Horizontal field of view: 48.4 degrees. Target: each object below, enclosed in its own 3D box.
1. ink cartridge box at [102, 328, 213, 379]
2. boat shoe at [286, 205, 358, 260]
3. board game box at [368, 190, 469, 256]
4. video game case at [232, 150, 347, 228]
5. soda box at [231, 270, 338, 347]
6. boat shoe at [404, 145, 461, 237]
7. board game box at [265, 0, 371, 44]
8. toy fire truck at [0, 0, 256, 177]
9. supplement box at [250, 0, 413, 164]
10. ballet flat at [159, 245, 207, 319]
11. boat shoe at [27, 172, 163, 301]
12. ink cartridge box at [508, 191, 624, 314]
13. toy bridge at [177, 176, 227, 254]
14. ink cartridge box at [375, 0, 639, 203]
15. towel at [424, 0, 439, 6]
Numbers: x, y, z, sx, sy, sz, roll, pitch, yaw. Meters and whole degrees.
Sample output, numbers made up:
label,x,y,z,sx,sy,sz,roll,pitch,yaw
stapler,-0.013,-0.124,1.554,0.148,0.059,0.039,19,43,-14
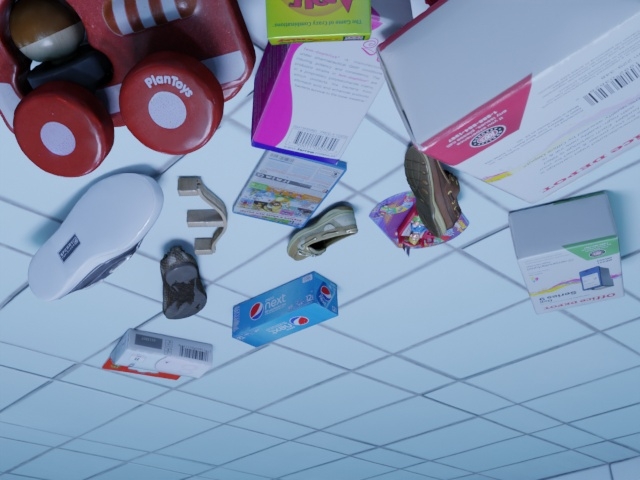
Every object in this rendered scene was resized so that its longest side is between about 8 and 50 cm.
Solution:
label,x,y,z,sx,sy,sz,roll,pitch,yaw
ink cartridge box,-0.365,0.277,1.569,0.189,0.066,0.232,15,140,-25
boat shoe,0.002,0.000,1.143,0.056,0.048,0.153,6,149,-46
board game box,0.162,-0.019,1.144,0.133,0.033,0.168,-18,144,24
video game case,-0.049,-0.077,1.062,0.119,0.015,0.166,12,145,-21
soda box,-0.069,0.133,1.341,0.210,0.067,0.071,-24,141,32
boat shoe,0.167,-0.080,1.034,0.060,0.064,0.178,-35,138,-9
board game box,-0.004,-0.269,0.625,0.092,0.181,0.043,-2,-172,1
toy fire truck,-0.220,-0.221,0.727,0.302,0.169,0.254,-10,120,15
supplement box,0.005,-0.200,0.782,0.111,0.114,0.220,11,147,-17
ballet flat,-0.250,0.077,1.269,0.084,0.058,0.250,-18,156,-15
boat shoe,-0.328,-0.003,1.098,0.301,0.108,0.102,-39,165,27
ink cartridge box,0.408,0.028,1.173,0.154,0.093,0.212,-14,147,17
toy bridge,-0.177,-0.034,1.114,0.063,0.026,0.188,-2,148,-1
ink cartridge box,0.235,-0.163,0.729,0.226,0.131,0.306,-32,158,27
towel,0.175,-0.336,0.653,0.198,0.031,0.275,-10,146,12
